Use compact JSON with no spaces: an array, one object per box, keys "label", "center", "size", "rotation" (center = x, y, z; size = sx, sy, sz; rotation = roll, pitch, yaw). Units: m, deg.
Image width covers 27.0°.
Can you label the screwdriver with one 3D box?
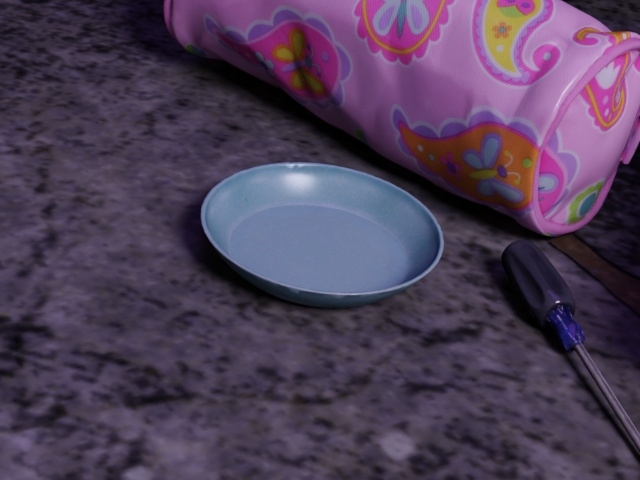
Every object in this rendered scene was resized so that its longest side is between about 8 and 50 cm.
[{"label":"screwdriver","center":[0.121,0.059,0.603],"size":[0.024,0.025,0.170],"rotation":[-2,42,-19]}]

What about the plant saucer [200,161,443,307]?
[{"label":"plant saucer","center":[0.000,0.000,0.654],"size":[0.119,0.021,0.119],"rotation":[6,33,-4]}]

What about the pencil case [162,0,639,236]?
[{"label":"pencil case","center":[0.044,-0.111,0.750],"size":[0.284,0.124,0.124],"rotation":[30,38,32]}]
